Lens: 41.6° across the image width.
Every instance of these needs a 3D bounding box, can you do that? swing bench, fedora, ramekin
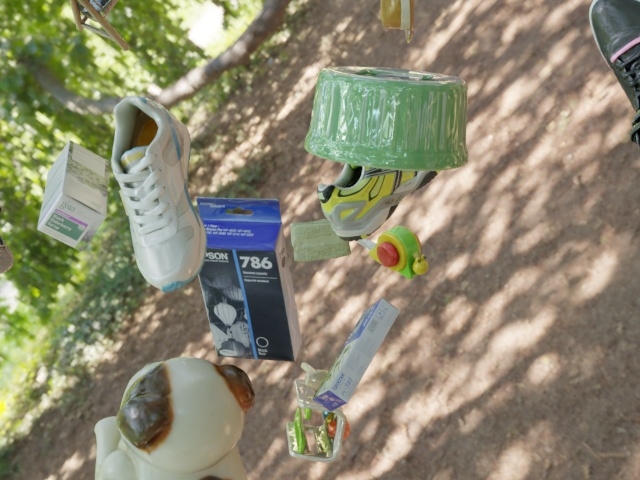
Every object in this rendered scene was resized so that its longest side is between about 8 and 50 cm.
[{"bbox_3d":[-0.520,-0.661,2.086,0.253,0.165,0.255,-60,-16,-15],"label":"swing bench"},{"bbox_3d":[0.183,-0.570,2.028,0.079,0.194,0.194,-3,31,3],"label":"fedora"},{"bbox_3d":[0.125,-0.230,1.531,0.303,0.303,0.148,-125,37,-70],"label":"ramekin"}]

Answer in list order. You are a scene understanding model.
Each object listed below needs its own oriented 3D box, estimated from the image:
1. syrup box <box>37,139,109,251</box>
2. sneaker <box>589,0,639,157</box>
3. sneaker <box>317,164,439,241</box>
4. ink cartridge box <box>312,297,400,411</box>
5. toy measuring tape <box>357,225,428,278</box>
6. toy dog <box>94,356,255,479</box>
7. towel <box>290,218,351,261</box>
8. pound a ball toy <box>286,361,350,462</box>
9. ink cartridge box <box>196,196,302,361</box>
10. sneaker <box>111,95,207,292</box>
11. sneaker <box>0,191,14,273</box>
[{"bbox_3d":[-0.473,-0.090,1.626,0.096,0.093,0.237,-50,29,19],"label":"syrup box"},{"bbox_3d":[0.436,-0.198,1.098,0.104,0.296,0.147,-35,-4,40],"label":"sneaker"},{"bbox_3d":[0.153,-0.172,1.850,0.385,0.147,0.145,-48,32,-17],"label":"sneaker"},{"bbox_3d":[0.066,0.210,1.551,0.207,0.046,0.097,-57,4,-27],"label":"ink cartridge box"},{"bbox_3d":[0.166,-0.007,2.262,0.330,0.121,0.121,34,86,39],"label":"toy measuring tape"},{"bbox_3d":[-0.238,0.389,1.407,0.395,0.284,0.408,31,125,57],"label":"toy dog"},{"bbox_3d":[0.000,0.000,2.124,0.148,0.110,0.027,-7,18,6],"label":"towel"},{"bbox_3d":[0.006,0.385,1.975,0.319,0.135,0.208,-158,78,-85],"label":"pound a ball toy"},{"bbox_3d":[-0.137,0.078,1.559,0.165,0.333,0.065,2,32,16],"label":"ink cartridge box"},{"bbox_3d":[-0.187,-0.052,0.931,0.087,0.092,0.229,-20,64,14],"label":"sneaker"},{"bbox_3d":[-0.636,-0.044,1.569,0.115,0.281,0.105,-27,47,-7],"label":"sneaker"}]
